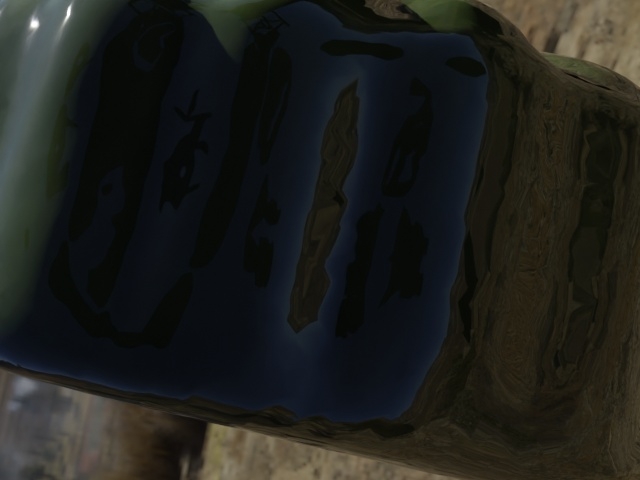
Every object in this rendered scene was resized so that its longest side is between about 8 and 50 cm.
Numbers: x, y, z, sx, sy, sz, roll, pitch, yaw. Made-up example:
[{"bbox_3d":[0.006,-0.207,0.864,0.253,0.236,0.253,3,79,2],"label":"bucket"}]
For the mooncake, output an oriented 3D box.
[{"bbox_3d":[0.000,0.000,0.583,0.351,0.351,0.187,-2,71,64],"label":"mooncake"}]
